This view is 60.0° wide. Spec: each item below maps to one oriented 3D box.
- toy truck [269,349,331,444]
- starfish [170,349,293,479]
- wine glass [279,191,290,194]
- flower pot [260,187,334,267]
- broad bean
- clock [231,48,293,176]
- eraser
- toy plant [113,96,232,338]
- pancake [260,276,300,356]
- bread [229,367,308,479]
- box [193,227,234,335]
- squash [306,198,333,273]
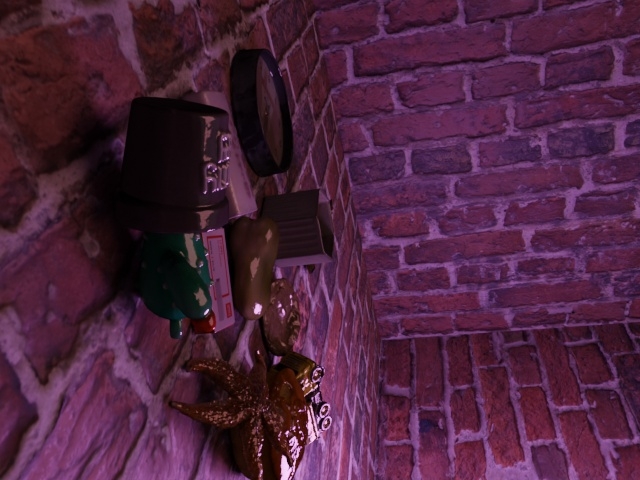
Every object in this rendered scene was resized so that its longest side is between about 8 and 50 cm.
[{"bbox_3d":[-0.071,0.464,1.580,0.157,0.124,0.272,-32,124,-40],"label":"toy truck"},{"bbox_3d":[-0.151,0.351,1.127,0.302,0.060,0.299,60,26,5],"label":"starfish"},{"bbox_3d":[-0.093,-0.044,1.881,0.074,0.074,0.262,-76,155,-59],"label":"wine glass"},{"bbox_3d":[-0.066,-0.034,1.708,0.209,0.190,0.239,70,17,-45],"label":"flower pot"},{"bbox_3d":[-0.172,0.067,1.393,0.189,0.121,0.263,-25,123,-82],"label":"broad bean"},{"bbox_3d":[-0.167,-0.387,1.682,0.386,0.077,0.386,-7,90,-78],"label":"clock"},{"bbox_3d":[-0.221,-0.182,1.222,0.174,0.095,0.270,-54,130,-81],"label":"eraser"},{"bbox_3d":[-0.238,-0.020,0.909,0.185,0.279,0.400,-9,116,-42],"label":"toy plant"},{"bbox_3d":[-0.126,0.221,1.637,0.242,0.050,0.241,-8,90,-70],"label":"pancake"},{"bbox_3d":[-0.112,0.446,1.336,0.270,0.148,0.269,-6,90,-74],"label":"bread"},{"bbox_3d":[-0.237,0.077,1.182,0.123,0.050,0.229,-9,92,-79],"label":"box"},{"bbox_3d":[0.000,0.000,2.084,0.155,0.204,0.237,51,26,-24],"label":"squash"}]
